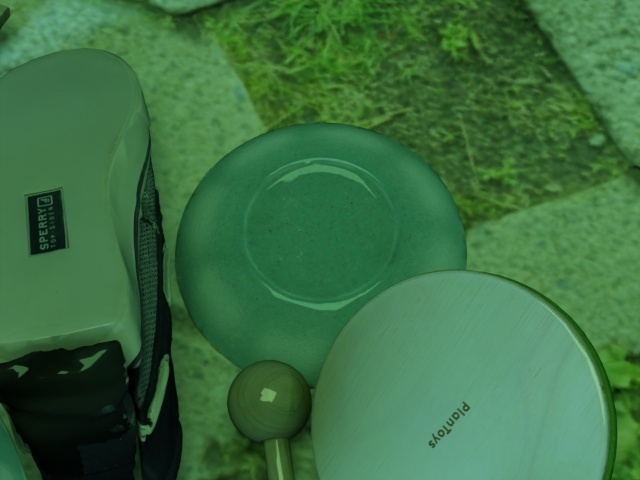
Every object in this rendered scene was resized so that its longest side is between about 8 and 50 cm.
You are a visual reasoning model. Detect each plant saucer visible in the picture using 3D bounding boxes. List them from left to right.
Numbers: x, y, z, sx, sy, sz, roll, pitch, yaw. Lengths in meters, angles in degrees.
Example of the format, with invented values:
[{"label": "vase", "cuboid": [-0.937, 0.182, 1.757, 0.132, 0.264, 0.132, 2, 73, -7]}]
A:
[{"label": "plant saucer", "cuboid": [0.000, 0.000, 1.040, 0.195, 0.037, 0.195, 0, 66, 1]}]

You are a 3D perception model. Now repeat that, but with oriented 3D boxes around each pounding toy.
[{"label": "pounding toy", "cuboid": [0.076, 0.121, 0.964, 0.237, 0.110, 0.183, -23, 76, 22]}]

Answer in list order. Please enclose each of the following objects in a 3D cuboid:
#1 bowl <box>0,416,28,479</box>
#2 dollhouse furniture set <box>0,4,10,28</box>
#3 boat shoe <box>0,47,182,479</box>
[{"label": "bowl", "cuboid": [-0.246, 0.179, 0.847, 0.163, 0.311, 0.311, -13, 64, -27]}, {"label": "dollhouse furniture set", "cuboid": [-0.424, -0.147, 0.991, 0.355, 0.174, 0.303, 16, 48, 8]}, {"label": "boat shoe", "cuboid": [-0.154, 0.025, 0.997, 0.127, 0.158, 0.340, -9, 38, 2]}]
